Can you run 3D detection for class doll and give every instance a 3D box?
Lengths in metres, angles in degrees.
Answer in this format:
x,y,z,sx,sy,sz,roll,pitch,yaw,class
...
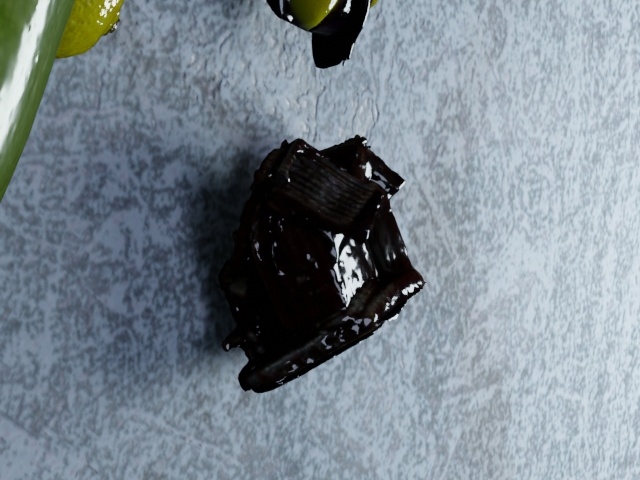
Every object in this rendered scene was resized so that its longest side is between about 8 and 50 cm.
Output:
x,y,z,sx,sy,sz,roll,pitch,yaw,class
-0.008,-0.252,1.467,0.127,0.088,0.249,-11,98,-22,doll

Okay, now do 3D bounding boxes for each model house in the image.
x,y,z,sx,sy,sz,roll,pitch,yaw,class
-0.006,0.002,1.501,0.164,0.141,0.203,64,21,-5,model house

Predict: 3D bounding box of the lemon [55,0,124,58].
x,y,z,sx,sy,sz,roll,pitch,yaw,class
-0.175,-0.170,1.236,0.133,0.109,0.109,32,69,-40,lemon

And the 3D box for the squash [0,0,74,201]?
x,y,z,sx,sy,sz,roll,pitch,yaw,class
-0.248,-0.166,1.016,0.263,0.263,0.384,32,70,-50,squash
